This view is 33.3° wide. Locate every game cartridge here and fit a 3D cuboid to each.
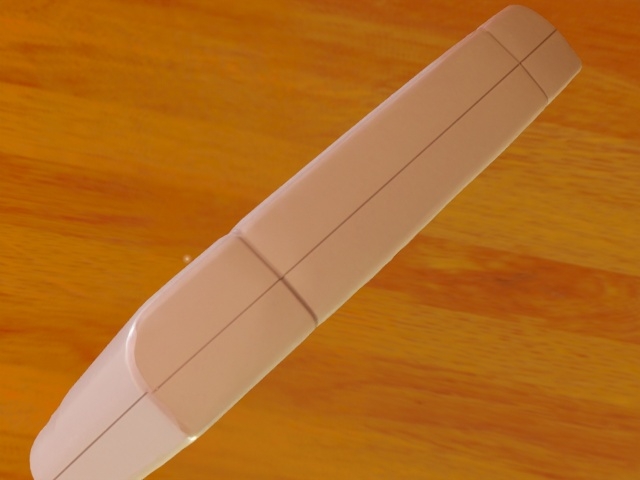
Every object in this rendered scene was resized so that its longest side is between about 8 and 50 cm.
[{"bbox_3d":[0.000,0.000,0.510,0.062,0.198,0.297,46,54,4],"label":"game cartridge"}]
